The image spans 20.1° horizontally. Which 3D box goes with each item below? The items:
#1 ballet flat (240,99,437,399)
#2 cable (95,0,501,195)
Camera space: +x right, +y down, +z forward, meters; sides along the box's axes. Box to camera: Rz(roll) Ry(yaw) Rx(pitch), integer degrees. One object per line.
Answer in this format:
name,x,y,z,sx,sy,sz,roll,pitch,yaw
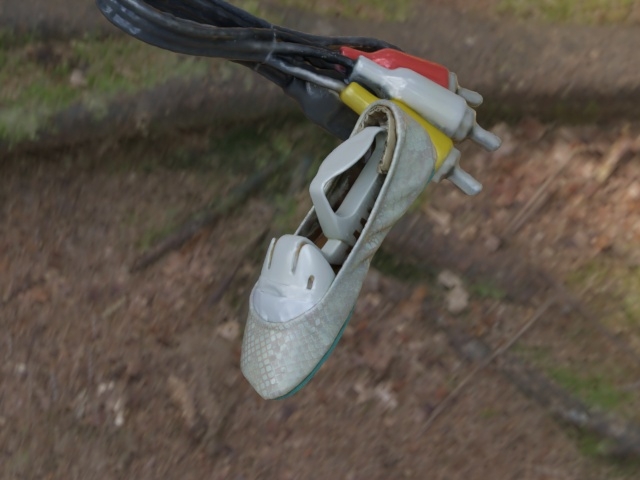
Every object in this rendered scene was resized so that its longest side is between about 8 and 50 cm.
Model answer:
ballet flat,0.000,0.000,0.897,0.168,0.057,0.052,-59,134,-24
cable,-0.008,-0.131,1.202,0.287,0.072,0.139,30,36,-21
